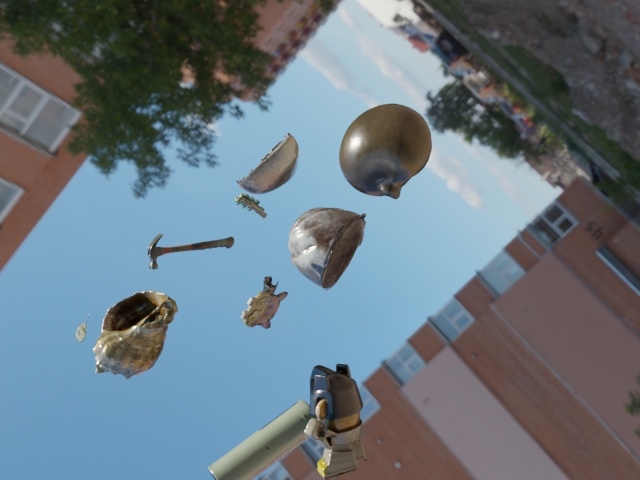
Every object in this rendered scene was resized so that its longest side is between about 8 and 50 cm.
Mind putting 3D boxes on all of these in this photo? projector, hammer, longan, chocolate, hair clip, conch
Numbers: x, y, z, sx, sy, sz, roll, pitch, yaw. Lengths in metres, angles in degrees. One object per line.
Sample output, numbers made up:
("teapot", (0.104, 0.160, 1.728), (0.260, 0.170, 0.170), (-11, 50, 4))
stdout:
("projector", (-0.157, 0.595, 2.122), (0.108, 0.338, 0.108), (48, 160, 24))
("hammer", (-0.416, 0.022, 2.392), (0.288, 0.111, 0.033), (-7, -167, -28))
("longan", (0.191, -0.261, 2.187), (0.243, 0.300, 0.300), (13, -148, -33))
("chocolate", (0.000, 0.000, 2.584), (0.213, 0.303, 0.303), (28, -167, 16))
("hair clip", (-0.188, 0.210, 2.432), (0.056, 0.187, 0.146), (29, -168, 41))
("conch", (-0.510, 0.274, 2.072), (0.158, 0.291, 0.210), (60, 178, -34))
("chocolate", (-0.124, -0.183, 1.907), (0.100, 0.185, 0.303), (50, 180, -5))
("hair clip", (-0.207, -0.104, 2.146), (0.049, 0.049, 0.173), (51, -173, 24))

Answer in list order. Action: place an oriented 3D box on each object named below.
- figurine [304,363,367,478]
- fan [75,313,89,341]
("figurine", (0.047, 0.482, 2.020), (0.308, 0.143, 0.308), (-3, -90, -82))
("fan", (-0.664, 0.245, 2.057), (0.003, 0.060, 0.080), (23, -117, -41))
